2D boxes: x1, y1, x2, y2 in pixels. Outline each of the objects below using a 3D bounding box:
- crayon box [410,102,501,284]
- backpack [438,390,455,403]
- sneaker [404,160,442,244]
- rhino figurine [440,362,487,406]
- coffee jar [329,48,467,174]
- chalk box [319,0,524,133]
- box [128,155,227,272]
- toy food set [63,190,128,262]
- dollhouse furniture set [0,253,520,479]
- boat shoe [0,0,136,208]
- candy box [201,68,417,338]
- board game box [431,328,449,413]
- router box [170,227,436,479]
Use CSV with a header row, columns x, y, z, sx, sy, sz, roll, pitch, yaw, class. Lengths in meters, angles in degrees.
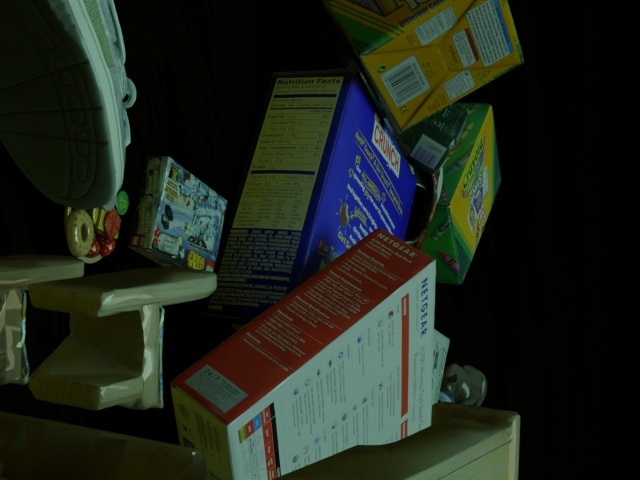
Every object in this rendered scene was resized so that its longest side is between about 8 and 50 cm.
x,y,z,sx,sy,sz,roll,pitch,yaw,class
0.220,-0.082,2.025,0.278,0.081,0.165,-63,149,-43,crayon box
0.149,0.271,1.872,0.084,0.114,0.105,-8,101,-67,backpack
0.123,-0.142,1.676,0.180,0.124,0.321,-77,162,-64,sneaker
0.229,0.265,2.124,0.243,0.073,0.106,16,83,-66,rhino figurine
0.089,-0.167,1.571,0.079,0.184,0.096,-57,-176,48,coffee jar
0.085,-0.311,1.453,0.289,0.179,0.180,63,5,31,chalk box
-0.140,-0.018,1.230,0.137,0.027,0.094,41,55,-63,box
-0.200,-0.021,1.092,0.083,0.020,0.082,36,61,-64,toy food set
-0.086,0.203,0.903,0.256,0.394,0.362,-6,99,-58,dollhouse furniture set
-0.203,-0.179,0.939,0.103,0.118,0.320,-45,128,-52,boat shoe
0.000,0.000,1.452,0.268,0.122,0.317,54,47,-56,candy box
0.074,0.203,1.692,0.303,0.097,0.224,37,61,-60,board game box
-0.005,0.200,1.312,0.301,0.082,0.335,-36,141,-32,router box
